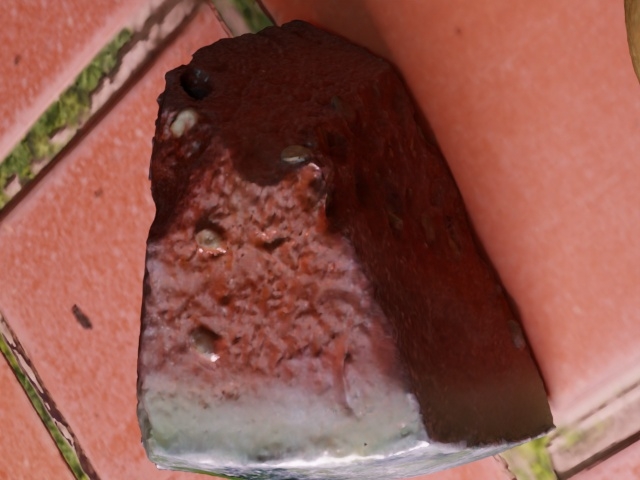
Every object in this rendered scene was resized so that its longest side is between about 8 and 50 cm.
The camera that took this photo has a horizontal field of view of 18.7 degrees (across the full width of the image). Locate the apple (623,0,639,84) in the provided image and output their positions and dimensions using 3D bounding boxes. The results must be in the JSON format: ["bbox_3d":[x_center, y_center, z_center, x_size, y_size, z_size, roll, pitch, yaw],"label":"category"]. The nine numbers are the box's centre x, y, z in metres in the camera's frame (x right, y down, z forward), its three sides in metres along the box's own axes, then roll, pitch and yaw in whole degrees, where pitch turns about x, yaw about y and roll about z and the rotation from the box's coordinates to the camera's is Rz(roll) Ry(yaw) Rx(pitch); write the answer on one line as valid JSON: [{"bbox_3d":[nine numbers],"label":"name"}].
[{"bbox_3d":[0.228,-0.063,0.815,0.265,0.120,0.193,24,126,36],"label":"apple"}]

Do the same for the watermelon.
[{"bbox_3d":[0.000,0.000,1.010,0.140,0.193,0.256,-17,80,42],"label":"watermelon"}]
